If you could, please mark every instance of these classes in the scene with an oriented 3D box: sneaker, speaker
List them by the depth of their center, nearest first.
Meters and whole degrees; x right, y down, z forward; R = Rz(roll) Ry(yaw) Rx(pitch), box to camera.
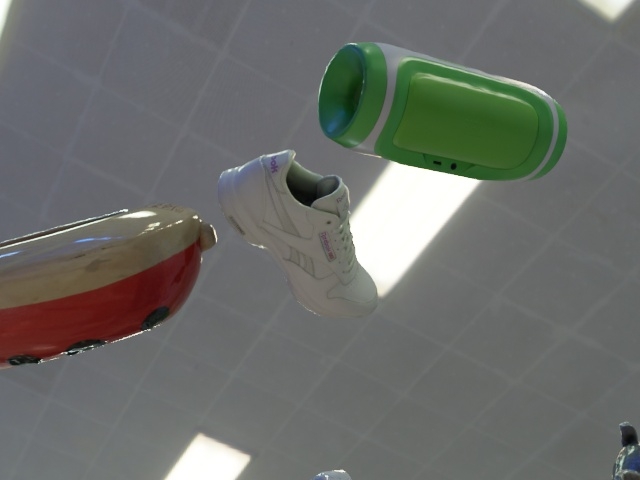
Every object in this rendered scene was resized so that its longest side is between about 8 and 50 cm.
[{"bbox_3d":[0.151,-0.147,0.933,0.297,0.131,0.131,8,-50,-29],"label":"speaker"},{"bbox_3d":[0.000,0.000,1.070,0.152,0.114,0.305,-26,-56,31],"label":"sneaker"}]

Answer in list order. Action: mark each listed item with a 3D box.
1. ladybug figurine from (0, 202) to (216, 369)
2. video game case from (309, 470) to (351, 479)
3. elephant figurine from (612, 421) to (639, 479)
[{"bbox_3d":[-0.354,0.067,1.060,0.449,0.305,0.161,-14,-83,7],"label":"ladybug figurine"},{"bbox_3d":[-0.018,0.266,0.387,0.026,0.227,0.206,14,-49,-45],"label":"video game case"},{"bbox_3d":[0.547,0.469,1.357,0.186,0.239,0.169,18,-57,50],"label":"elephant figurine"}]
